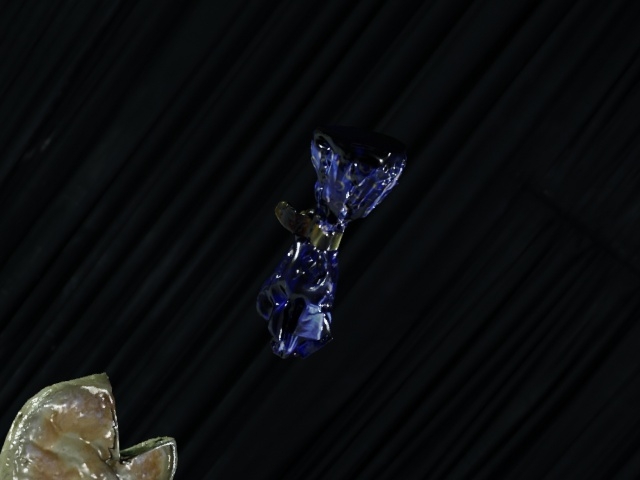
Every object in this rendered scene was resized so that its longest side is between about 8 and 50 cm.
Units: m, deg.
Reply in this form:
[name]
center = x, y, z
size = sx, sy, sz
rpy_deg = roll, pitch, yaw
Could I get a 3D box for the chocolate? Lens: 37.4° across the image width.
[chocolate]
center = -0.003, 0.004, 1.254
size = 0.148, 0.343, 0.126
rpy_deg = 29, 26, 14

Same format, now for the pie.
[pie]
center = -0.380, 0.392, 1.534
size = 0.337, 0.338, 0.075
rpy_deg = 33, -27, -33
